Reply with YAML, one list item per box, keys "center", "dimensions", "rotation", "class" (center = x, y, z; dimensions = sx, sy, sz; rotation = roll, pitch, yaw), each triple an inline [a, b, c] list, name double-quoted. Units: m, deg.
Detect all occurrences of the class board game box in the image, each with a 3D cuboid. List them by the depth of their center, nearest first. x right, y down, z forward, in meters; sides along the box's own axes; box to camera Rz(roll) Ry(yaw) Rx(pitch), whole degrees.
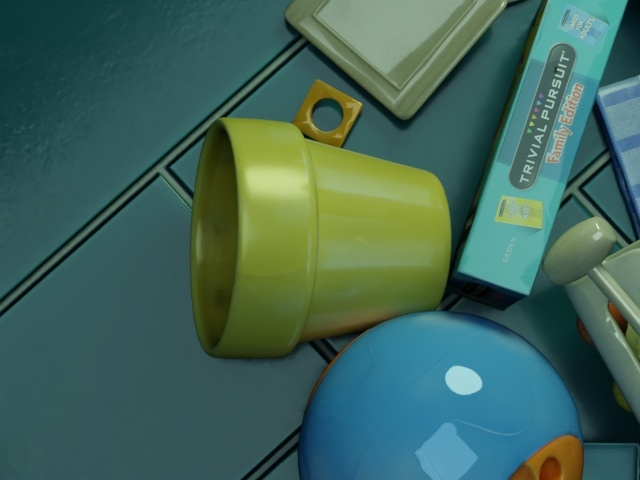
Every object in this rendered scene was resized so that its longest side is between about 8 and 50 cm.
- center: [0.223, -0.103, 1.520]
  dimensions: [0.079, 0.254, 0.336]
  rotation: [19, 85, 4]
  class: "board game box"

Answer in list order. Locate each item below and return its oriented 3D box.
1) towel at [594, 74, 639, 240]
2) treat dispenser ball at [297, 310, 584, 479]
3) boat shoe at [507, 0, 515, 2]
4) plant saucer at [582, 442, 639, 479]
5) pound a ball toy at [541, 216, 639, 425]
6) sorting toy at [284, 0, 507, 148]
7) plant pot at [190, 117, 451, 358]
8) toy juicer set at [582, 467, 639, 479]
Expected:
- center: [0.471, -0.118, 1.633]
  dimensions: [0.285, 0.034, 0.209]
  rotation: [-17, 84, -1]
  class: "towel"
- center: [0.121, 0.214, 1.451]
  dimensions: [0.288, 0.288, 0.288]
  rotation: [0, 85, 0]
  class: "treat dispenser ball"
- center: [0.255, -0.352, 1.653]
  dimensions: [0.206, 0.075, 0.065]
  rotation: [-42, 43, 2]
  class: "boat shoe"
- center: [0.249, 0.253, 1.558]
  dimensions: [0.192, 0.018, 0.067]
  rotation: [-2, 68, 21]
  class: "plant saucer"
- center: [0.333, 0.125, 1.459]
  dimensions: [0.136, 0.208, 0.319]
  rotation: [-32, 86, 31]
  class: "pound a ball toy"
- center: [0.084, -0.260, 1.631]
  dimensions: [0.196, 0.047, 0.347]
  rotation: [42, 99, 8]
  class: "sorting toy"
- center: [0.000, 0.000, 1.527]
  dimensions: [0.239, 0.254, 0.254]
  rotation: [1, 84, -15]
  class: "plant pot"
- center: [0.336, 0.275, 1.567]
  dimensions: [0.329, 0.089, 0.209]
  rotation: [19, 85, 2]
  class: "toy juicer set"
